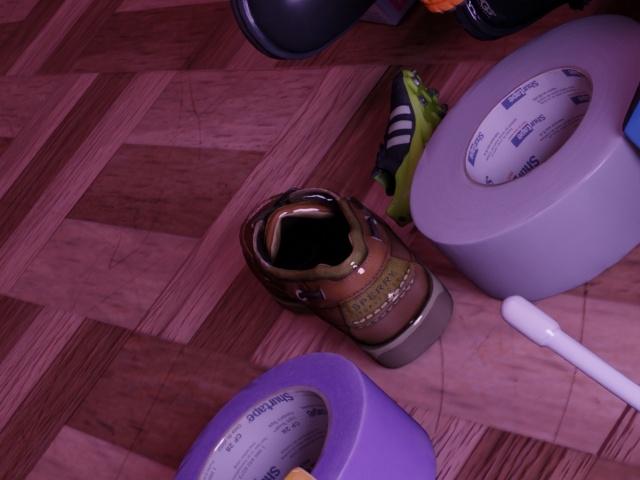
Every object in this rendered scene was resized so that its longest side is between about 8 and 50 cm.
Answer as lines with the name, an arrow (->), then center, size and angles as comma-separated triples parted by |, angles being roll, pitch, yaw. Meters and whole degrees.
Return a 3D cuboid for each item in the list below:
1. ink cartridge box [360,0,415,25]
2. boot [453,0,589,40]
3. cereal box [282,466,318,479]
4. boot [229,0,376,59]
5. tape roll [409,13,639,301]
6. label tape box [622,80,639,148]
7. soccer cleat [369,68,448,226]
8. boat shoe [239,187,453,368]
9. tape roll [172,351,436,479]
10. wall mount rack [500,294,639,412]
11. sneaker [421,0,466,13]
ink cartridge box -> 0.111, -0.359, 1.753 | 0.311, 0.065, 0.186 | -53, 29, -8
boot -> 0.235, -0.245, 1.303 | 0.246, 0.094, 0.207 | -36, 10, -24
cereal box -> -0.024, 0.277, 1.007 | 0.173, 0.047, 0.240 | 35, 80, 32
boot -> 0.131, -0.319, 1.415 | 0.367, 0.146, 0.445 | -55, 23, -15
tape roll -> 0.171, -0.062, 1.246 | 0.219, 0.072, 0.219 | -35, 29, 23
label tape box -> 0.283, -0.157, 1.045 | 0.348, 0.115, 0.249 | -61, -7, -29
soccer cleat -> 0.072, -0.082, 1.432 | 0.072, 0.060, 0.179 | -36, 31, 21
boat shoe -> 0.000, 0.000, 1.368 | 0.111, 0.104, 0.307 | -50, 27, -8
tape roll -> -0.017, 0.175, 1.181 | 0.189, 0.080, 0.189 | -33, 30, 22
wall mount rack -> 0.153, 0.176, 0.882 | 0.350, 0.130, 0.304 | -50, 27, -10
sneaker -> 0.122, -0.250, 1.223 | 0.221, 0.087, 0.083 | -39, 21, 40
